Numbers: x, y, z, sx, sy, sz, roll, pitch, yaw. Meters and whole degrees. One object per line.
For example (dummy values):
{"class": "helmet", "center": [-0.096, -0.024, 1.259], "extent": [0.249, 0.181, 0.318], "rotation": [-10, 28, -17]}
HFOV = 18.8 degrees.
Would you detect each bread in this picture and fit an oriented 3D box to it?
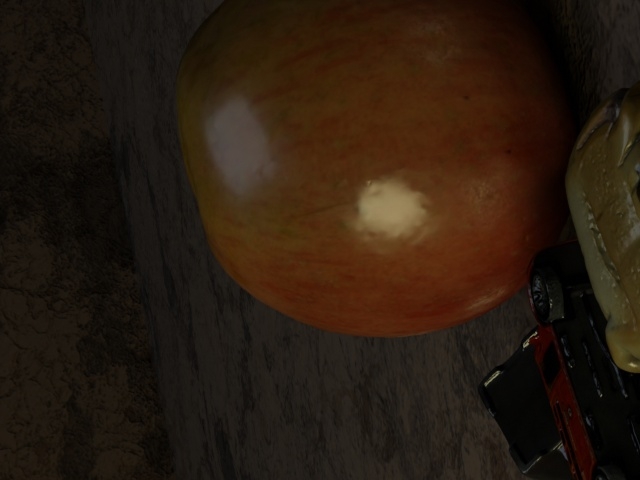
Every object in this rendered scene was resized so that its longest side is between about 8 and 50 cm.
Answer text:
{"class": "bread", "center": [0.252, -0.005, 1.443], "extent": [0.134, 0.081, 0.225], "rotation": [-48, 50, 54]}

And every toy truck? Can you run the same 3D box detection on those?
{"class": "toy truck", "center": [0.234, 0.125, 1.511], "extent": [0.114, 0.107, 0.252], "rotation": [105, 153, -62]}

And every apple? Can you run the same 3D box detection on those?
{"class": "apple", "center": [0.037, -0.091, 1.725], "extent": [0.364, 0.364, 0.364], "rotation": [174, 90, -74]}

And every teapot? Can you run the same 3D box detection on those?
{"class": "teapot", "center": [0.210, 0.152, 1.650], "extent": [0.087, 0.096, 0.177], "rotation": [-47, 34, 15]}
